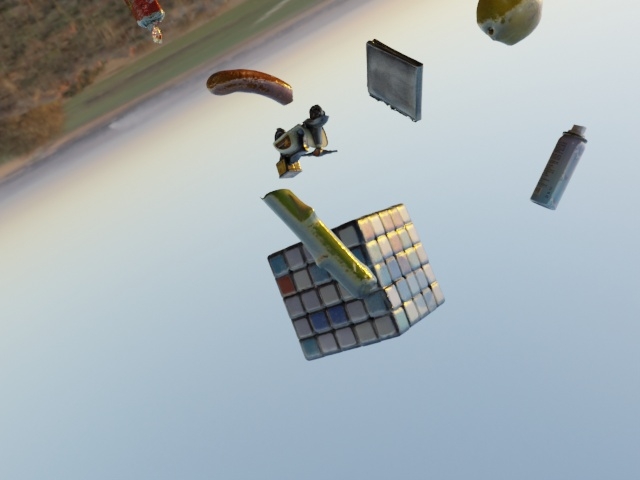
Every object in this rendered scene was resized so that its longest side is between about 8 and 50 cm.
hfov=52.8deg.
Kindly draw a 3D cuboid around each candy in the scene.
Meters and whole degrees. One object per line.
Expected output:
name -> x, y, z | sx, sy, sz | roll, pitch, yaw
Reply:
candy -> -0.543, -0.726, 1.919 | 0.086, 0.292, 0.059 | -37, -159, -20

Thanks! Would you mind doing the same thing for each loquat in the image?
loquat -> 0.621, -0.766, 2.083 | 0.213, 0.213, 0.246 | -63, 178, -64

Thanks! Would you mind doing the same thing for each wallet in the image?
wallet -> 0.194, -0.428, 1.706 | 0.036, 0.167, 0.222 | -27, -136, -23

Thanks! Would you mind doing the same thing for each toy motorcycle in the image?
toy motorcycle -> -0.051, -0.302, 1.968 | 0.091, 0.157, 0.263 | -10, 169, -39

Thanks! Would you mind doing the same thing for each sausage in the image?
sausage -> -0.218, -0.497, 2.068 | 0.302, 0.076, 0.103 | 2, 135, -35

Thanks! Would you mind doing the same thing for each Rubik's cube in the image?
Rubik's cube -> 0.092, 0.101, 1.610 | 0.293, 0.292, 0.287 | -25, 176, 34

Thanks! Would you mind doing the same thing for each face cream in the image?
face cream -> 0.634, -0.196, 1.696 | 0.075, 0.075, 0.229 | -129, -118, -74

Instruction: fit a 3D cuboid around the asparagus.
asparagus -> 0.000, 0.000, 1.234 | 0.067, 0.277, 0.060 | -39, -170, 14
